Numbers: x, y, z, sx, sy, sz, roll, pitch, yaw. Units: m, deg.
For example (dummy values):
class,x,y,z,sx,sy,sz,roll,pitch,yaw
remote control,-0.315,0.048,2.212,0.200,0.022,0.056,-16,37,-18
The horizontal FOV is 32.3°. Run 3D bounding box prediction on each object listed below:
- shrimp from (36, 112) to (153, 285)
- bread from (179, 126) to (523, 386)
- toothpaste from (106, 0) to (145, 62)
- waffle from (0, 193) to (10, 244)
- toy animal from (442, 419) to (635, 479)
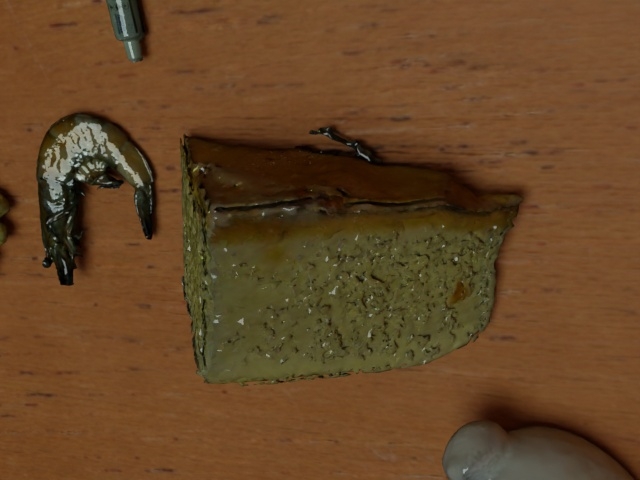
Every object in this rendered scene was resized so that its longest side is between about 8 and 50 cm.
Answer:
class,x,y,z,sx,sy,sz,roll,pitch,yaw
shrimp,-0.266,-0.040,1.296,0.150,0.051,0.217,12,112,10
bread,0.000,0.000,1.190,0.315,0.279,0.248,-6,117,-20
toothpaste,-0.219,-0.290,1.177,0.049,0.031,0.204,-4,108,23
waffle,-0.518,-0.041,1.399,0.261,0.056,0.250,45,122,-2
toy animal,0.198,0.345,1.087,0.241,0.367,0.196,41,125,-11
